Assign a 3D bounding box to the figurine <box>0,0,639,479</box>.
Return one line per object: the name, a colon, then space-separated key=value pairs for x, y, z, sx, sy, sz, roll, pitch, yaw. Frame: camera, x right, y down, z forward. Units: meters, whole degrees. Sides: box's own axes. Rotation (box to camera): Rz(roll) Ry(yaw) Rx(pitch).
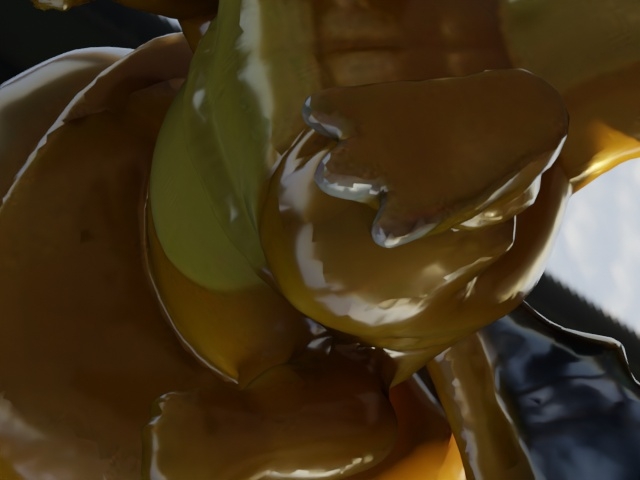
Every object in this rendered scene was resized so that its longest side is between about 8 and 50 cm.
figurine: x=0.005 y=0.032 z=0.651 sx=0.268 sy=0.387 sz=0.401 roll=-15 pitch=-114 yaw=-30
